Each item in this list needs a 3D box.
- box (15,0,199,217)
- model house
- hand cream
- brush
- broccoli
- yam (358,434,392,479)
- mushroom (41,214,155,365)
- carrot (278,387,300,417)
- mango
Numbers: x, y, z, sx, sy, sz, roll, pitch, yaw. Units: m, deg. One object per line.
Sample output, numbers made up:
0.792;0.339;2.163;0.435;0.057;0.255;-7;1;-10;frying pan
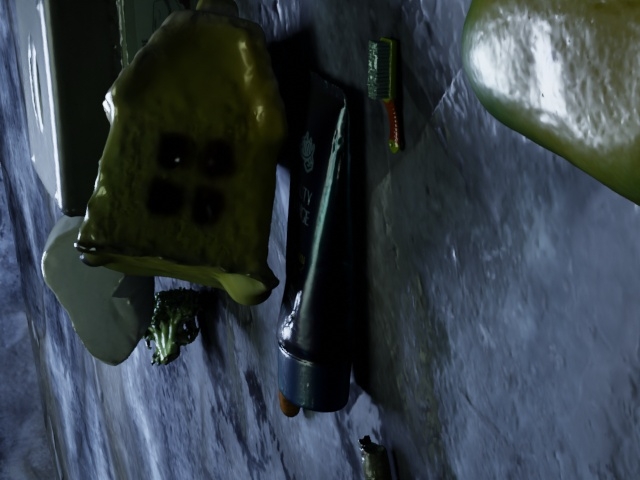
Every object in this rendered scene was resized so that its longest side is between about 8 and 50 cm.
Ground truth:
-0.212;-0.167;1.473;0.220;0.166;0.290;-136;40;-59;box
-0.098;-0.076;1.206;0.193;0.175;0.234;140;146;-83;model house
0.000;0.000;1.161;0.120;0.061;0.270;-132;43;-66;hand cream
0.045;-0.100;1.011;0.019;0.021;0.083;-147;48;-60;brush
-0.170;0.099;1.643;0.095;0.097;0.092;52;-161;-58;broccoli
0.053;0.221;1.154;0.033;0.027;0.129;-17;-86;-70;yam
-0.249;0.012;1.644;0.328;0.122;0.159;-109;24;-72;mushroom
-0.023;0.115;1.303;0.165;0.036;0.035;101;151;-52;carrot
0.139;-0.089;0.634;0.237;0.091;0.137;36;129;51;mango
